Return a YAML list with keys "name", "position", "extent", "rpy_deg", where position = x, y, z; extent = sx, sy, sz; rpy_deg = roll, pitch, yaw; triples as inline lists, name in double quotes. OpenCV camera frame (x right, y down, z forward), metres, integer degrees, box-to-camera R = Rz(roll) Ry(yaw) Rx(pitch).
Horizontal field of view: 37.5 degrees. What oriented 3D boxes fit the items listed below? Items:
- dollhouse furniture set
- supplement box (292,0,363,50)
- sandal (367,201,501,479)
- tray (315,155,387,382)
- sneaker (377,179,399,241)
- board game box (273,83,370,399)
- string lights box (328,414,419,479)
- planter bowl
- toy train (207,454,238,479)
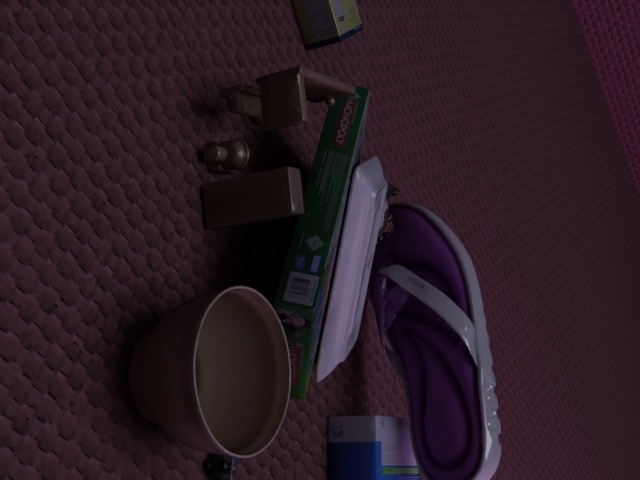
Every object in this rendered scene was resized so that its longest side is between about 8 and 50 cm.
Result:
- name: "dollhouse furniture set"
  position: [-0.043, -0.096, 1.064]
  extent: [0.123, 0.144, 0.151]
  rpy_deg: [3, 80, -60]
- name: "supplement box"
  position: [0.009, -0.315, 1.298]
  extent: [0.083, 0.056, 0.083]
  rpy_deg: [-43, 121, -55]
- name: "sandal"
  position: [0.136, 0.121, 1.244]
  extent: [0.102, 0.169, 0.417]
  rpy_deg: [16, 49, -46]
- name: "tray"
  position: [0.044, 0.034, 1.178]
  extent: [0.145, 0.030, 0.271]
  rpy_deg: [-44, 145, -74]
- name: "sneaker"
  position: [0.068, -0.013, 1.283]
  extent: [0.064, 0.061, 0.158]
  rpy_deg: [21, 83, -11]
- name: "board game box"
  position: [0.000, 0.000, 1.121]
  extent: [0.214, 0.046, 0.317]
  rpy_deg: [94, 9, -56]
- name: "string lights box"
  position: [0.073, 0.363, 1.236]
  extent: [0.133, 0.076, 0.260]
  rpy_deg: [22, 65, -57]
- name: "planter bowl"
  position: [-0.116, 0.130, 0.921]
  extent: [0.162, 0.109, 0.162]
  rpy_deg: [23, 63, -57]
- name: "toy train"
  position: [-0.098, 0.187, 1.027]
  extent: [0.036, 0.027, 0.158]
  rpy_deg: [52, 39, -58]
